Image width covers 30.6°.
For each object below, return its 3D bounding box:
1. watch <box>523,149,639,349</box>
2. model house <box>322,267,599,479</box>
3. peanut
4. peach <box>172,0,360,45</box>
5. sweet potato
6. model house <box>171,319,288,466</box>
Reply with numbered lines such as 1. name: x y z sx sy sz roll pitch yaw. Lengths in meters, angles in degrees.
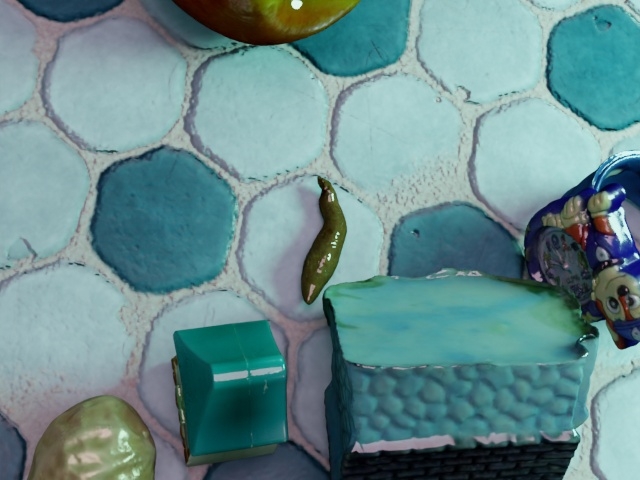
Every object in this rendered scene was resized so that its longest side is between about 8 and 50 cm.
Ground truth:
1. watch: 0.345 0.004 1.293 0.200 0.171 0.196 -25 88 -28
2. model house: 0.136 0.177 1.194 0.261 0.226 0.241 -2 108 -6
3. peanut: -0.254 0.287 1.104 0.136 0.120 0.298 32 71 8
4. peach: -0.068 -0.385 1.290 0.308 0.308 0.332 -12 68 -13
5. sweet potato: 0.006 0.001 1.294 0.041 0.038 0.153 21 64 -26
6. model house: -0.091 0.149 1.164 0.101 0.149 0.127 -6 70 -15
